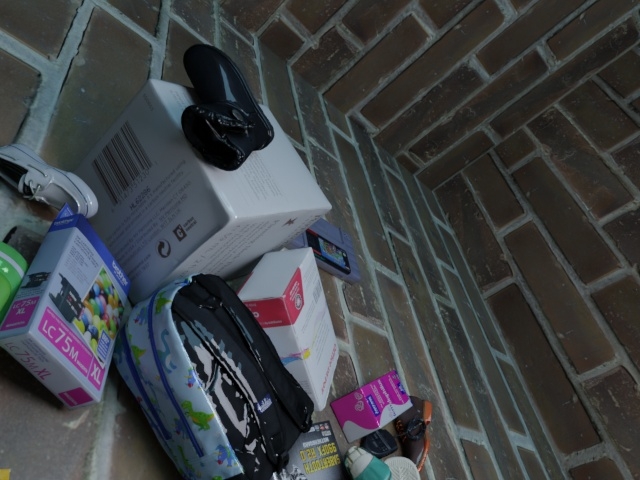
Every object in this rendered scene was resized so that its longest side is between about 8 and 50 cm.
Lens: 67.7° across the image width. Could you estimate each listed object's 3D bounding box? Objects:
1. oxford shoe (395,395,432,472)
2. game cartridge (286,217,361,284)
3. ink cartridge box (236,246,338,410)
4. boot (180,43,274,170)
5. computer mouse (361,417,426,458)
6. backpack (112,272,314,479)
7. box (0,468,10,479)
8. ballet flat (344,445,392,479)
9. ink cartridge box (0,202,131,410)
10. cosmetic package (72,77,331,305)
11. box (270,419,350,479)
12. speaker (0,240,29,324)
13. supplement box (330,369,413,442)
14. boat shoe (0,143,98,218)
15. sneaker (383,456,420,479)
[{"bbox_3d":[0.257,0.567,1.384,0.098,0.097,0.271,23,31,3],"label":"oxford shoe"},{"bbox_3d":[0.000,0.000,1.677,0.355,0.068,0.230,31,29,-37],"label":"game cartridge"},{"bbox_3d":[-0.066,0.202,1.093,0.226,0.131,0.306,-63,143,-61],"label":"ink cartridge box"},{"bbox_3d":[-0.194,-0.251,0.872,0.246,0.094,0.207,53,22,-10],"label":"boot"},{"bbox_3d":[0.202,0.537,1.294,0.242,0.041,0.071,-2,37,-38],"label":"computer mouse"},{"bbox_3d":[-0.201,0.238,0.867,0.290,0.273,0.356,-40,113,-62],"label":"backpack"},{"bbox_3d":[-0.452,0.320,0.567,0.136,0.028,0.081,22,39,-43],"label":"box"},{"bbox_3d":[0.091,0.507,1.068,0.087,0.083,0.247,45,-16,11],"label":"ballet flat"},{"bbox_3d":[-0.399,0.091,0.792,0.311,0.065,0.186,-103,178,-49],"label":"ink cartridge box"},{"bbox_3d":[-0.252,-0.104,1.078,0.327,0.329,0.393,57,27,10],"label":"cosmetic package"},{"bbox_3d":[-0.035,0.490,1.006,0.231,0.056,0.183,17,43,-50],"label":"box"},{"bbox_3d":[-0.503,0.126,0.614,0.131,0.131,0.296,39,29,-26],"label":"speaker"},{"bbox_3d":[0.143,0.445,1.294,0.220,0.114,0.111,0,58,-57],"label":"supplement box"},{"bbox_3d":[-0.522,-0.101,0.885,0.226,0.083,0.076,29,30,13],"label":"boat shoe"},{"bbox_3d":[0.184,0.684,1.066,0.148,0.131,0.350,79,17,-50],"label":"sneaker"}]
